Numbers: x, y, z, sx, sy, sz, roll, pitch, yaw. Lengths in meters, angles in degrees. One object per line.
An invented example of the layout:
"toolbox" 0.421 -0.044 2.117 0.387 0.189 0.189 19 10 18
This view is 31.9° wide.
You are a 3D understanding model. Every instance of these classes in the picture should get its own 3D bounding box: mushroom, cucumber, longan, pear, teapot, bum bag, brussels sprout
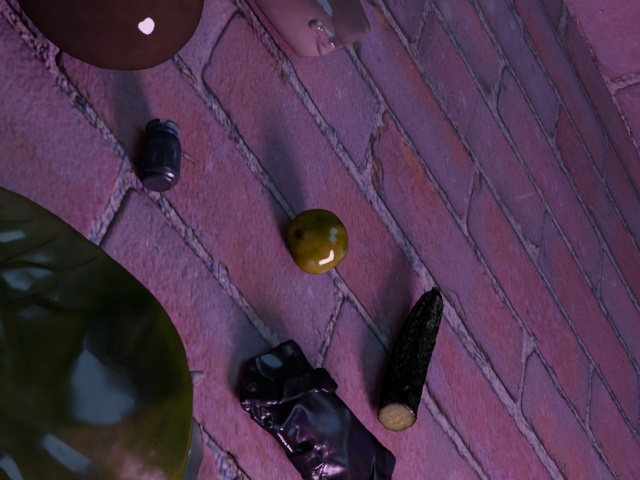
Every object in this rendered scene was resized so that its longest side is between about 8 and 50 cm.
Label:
"mushroom" -0.063 -0.413 1.610 0.407 0.137 0.154 51 49 -30
"cucumber" 0.144 0.173 1.745 0.067 0.067 0.293 58 32 -26
"longan" -0.226 -0.314 1.209 0.246 0.215 0.246 -29 126 -50
"pear" 0.000 0.000 1.566 0.097 0.092 0.092 7 70 -57
"teapot" -0.185 -0.098 1.338 0.063 0.049 0.083 38 45 -45
"bum bag" 0.006 0.258 1.462 0.310 0.074 0.137 54 47 -22
"brussels sprout" -0.266 0.113 0.889 0.289 0.281 0.355 -40 92 -26

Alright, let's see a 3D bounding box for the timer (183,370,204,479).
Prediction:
"timer" -0.149 0.239 1.179 0.175 0.175 0.266 30 33 -50
